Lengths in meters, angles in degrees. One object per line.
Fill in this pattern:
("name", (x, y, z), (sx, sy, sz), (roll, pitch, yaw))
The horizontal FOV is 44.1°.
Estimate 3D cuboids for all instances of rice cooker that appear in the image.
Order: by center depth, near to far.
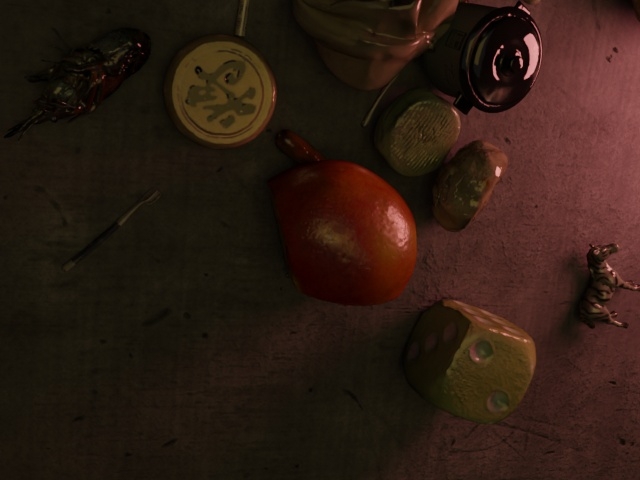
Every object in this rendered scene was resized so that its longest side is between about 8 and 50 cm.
("rice cooker", (0.384, -0.430, 1.844), (0.241, 0.227, 0.281), (32, 92, -36))

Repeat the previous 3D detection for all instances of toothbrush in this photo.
("toothbrush", (-0.486, -0.024, 1.837), (0.288, 0.024, 0.026), (-41, 124, -3))
("toothbrush", (0.157, -0.364, 1.930), (0.022, 0.017, 0.204), (28, 95, -31))

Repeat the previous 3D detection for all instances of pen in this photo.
("pen", (-0.168, -0.563, 1.786), (0.025, 0.025, 0.204), (7, 101, -17))

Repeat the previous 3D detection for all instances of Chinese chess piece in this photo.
("Chinese chess piece", (-0.227, -0.335, 1.786), (0.257, 0.104, 0.257), (-4, 104, -15))

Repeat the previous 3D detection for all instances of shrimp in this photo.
("shrimp", (-0.536, -0.354, 1.693), (0.372, 0.137, 0.172), (-31, 73, -14))

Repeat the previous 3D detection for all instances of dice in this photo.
("dice", (0.380, 0.309, 2.038), (0.254, 0.252, 0.250), (20, 97, -20))

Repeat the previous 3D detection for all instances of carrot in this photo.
("carrot", (-0.012, -0.186, 1.909), (0.247, 0.059, 0.059), (36, 92, -24))

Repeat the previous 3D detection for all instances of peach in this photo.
("peach", (0.050, -0.024, 1.833), (0.380, 0.242, 0.306), (12, 103, -14))

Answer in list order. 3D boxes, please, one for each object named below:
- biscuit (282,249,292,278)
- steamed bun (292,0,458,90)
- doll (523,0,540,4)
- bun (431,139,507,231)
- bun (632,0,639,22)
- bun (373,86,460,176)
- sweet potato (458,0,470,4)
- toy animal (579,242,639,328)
("biscuit", (0.000, 0.000, 1.969), (0.187, 0.036, 0.274), (31, 95, -20))
("steamed bun", (0.127, -0.547, 1.712), (0.367, 0.255, 0.342), (-39, 85, -1))
("doll", (0.486, -0.700, 1.883), (0.155, 0.113, 0.275), (-39, 111, 0))
("bun", (0.354, -0.135, 1.946), (0.141, 0.239, 0.239), (32, 94, 10))
("bun", (0.931, -0.657, 1.957), (0.348, 0.227, 0.353), (5, 105, -17))
("bun", (0.228, -0.265, 1.922), (0.221, 0.108, 0.221), (-8, 120, -15))
("sweet potato", (0.321, -0.587, 1.898), (0.205, 0.060, 0.068), (-31, 71, 4))
("toy animal", (0.809, 0.126, 2.202), (0.169, 0.090, 0.255), (-1, 102, -11))
